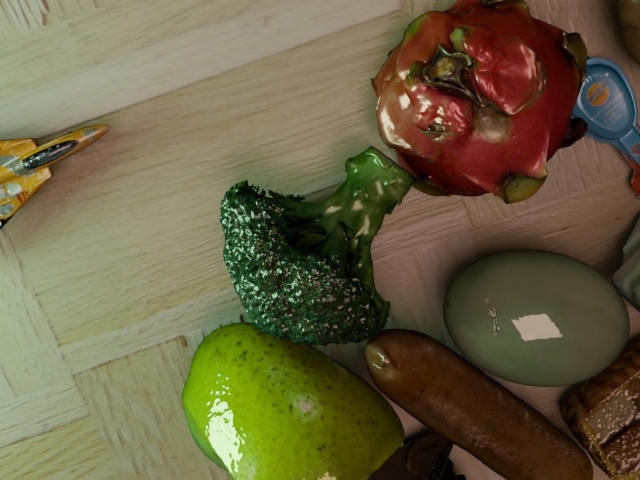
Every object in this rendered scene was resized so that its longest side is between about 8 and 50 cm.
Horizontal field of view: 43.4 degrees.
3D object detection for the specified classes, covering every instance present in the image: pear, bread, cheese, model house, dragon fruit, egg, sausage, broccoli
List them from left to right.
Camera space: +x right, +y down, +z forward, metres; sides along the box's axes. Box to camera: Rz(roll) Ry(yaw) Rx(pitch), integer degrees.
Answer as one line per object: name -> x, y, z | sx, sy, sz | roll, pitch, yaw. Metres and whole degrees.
pear -> -0.054, 0.252, 1.174 | 0.238, 0.342, 0.318 | -45, 78, -7
broccoli -> 0.000, 0.000, 1.097 | 0.297, 0.297, 0.297 | 35, 95, -13
model house -> 0.155, 0.428, 1.323 | 0.203, 0.141, 0.164 | -21, 127, 21
sausage -> 0.244, 0.272, 1.246 | 0.500, 0.136, 0.123 | 37, 99, -25
dragon fruit -> 0.227, -0.189, 1.104 | 0.305, 0.226, 0.306 | -1, 102, -5
egg -> 0.321, 0.115, 1.199 | 0.282, 0.203, 0.203 | 11, 103, -10
cheese -> 0.454, -0.175, 1.224 | 0.106, 0.037, 0.256 | -41, 106, 7
bread -> 0.517, 0.274, 1.313 | 0.222, 0.096, 0.181 | -41, 104, 4

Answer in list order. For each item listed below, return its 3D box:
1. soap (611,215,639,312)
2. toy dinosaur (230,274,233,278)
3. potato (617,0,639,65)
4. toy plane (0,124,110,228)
soap -> 0.633, -0.048, 1.156 | 0.156, 0.261, 0.446 | 37, 97, -13
toy dinosaur -> -0.093, 0.067, 1.228 | 0.055, 0.049, 0.154 | -45, 108, -30
potato -> 0.555, -0.338, 1.137 | 0.296, 0.141, 0.192 | -15, 111, -9
toy plane -> -0.441, -0.100, 1.135 | 0.316, 0.103, 0.204 | -26, 107, -5
